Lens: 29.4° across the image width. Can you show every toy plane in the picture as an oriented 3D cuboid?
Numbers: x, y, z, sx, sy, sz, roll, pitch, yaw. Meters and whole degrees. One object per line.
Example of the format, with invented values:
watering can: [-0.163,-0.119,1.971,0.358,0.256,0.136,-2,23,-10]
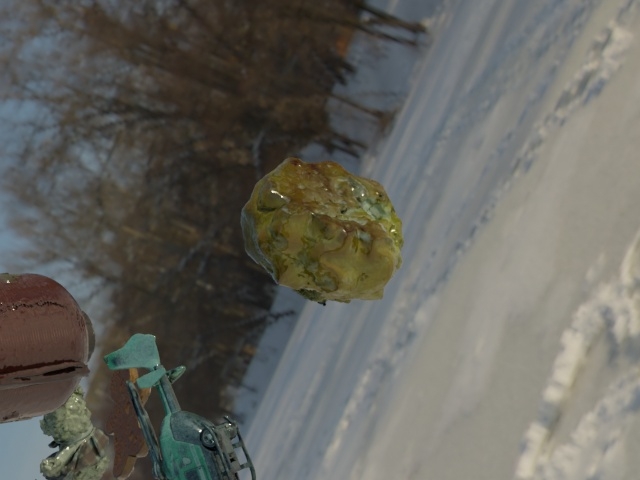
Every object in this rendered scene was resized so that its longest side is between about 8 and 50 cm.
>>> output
toy plane: [-0.136,0.200,1.229,0.096,0.235,0.060,-26,-9,18]

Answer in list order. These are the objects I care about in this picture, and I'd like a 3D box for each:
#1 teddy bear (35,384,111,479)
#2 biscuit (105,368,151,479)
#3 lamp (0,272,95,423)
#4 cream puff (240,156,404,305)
teddy bear: [-0.369,0.308,1.829,0.133,0.111,0.213,-62,-19,-66]
biscuit: [-0.322,0.293,2.065,0.138,0.031,0.205,-51,39,31]
lamp: [-0.365,0.124,1.377,0.258,0.180,0.180,-3,-54,-46]
cream puff: [0.002,0.001,1.903,0.282,0.281,0.185,-67,-2,-63]
